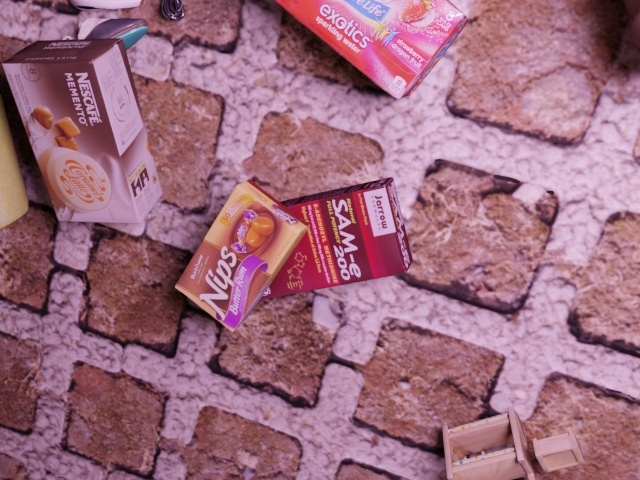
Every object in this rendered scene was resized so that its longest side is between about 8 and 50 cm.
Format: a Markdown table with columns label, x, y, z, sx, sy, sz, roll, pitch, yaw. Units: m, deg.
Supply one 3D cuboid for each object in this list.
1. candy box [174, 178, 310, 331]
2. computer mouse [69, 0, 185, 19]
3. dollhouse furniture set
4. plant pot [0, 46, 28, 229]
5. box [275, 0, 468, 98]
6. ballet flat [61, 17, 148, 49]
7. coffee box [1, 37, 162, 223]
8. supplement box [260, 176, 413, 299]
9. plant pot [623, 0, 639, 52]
| label | x | y | z | sx | sy | sz | roll | pitch | yaw |
| --- | --- | --- | --- | --- | --- | --- | --- | --- | --- |
| candy box | -0.111 | 0.022 | 0.973 | 0.109 | 0.053 | 0.187 | 37 | 111 | 5 |
| computer mouse | -0.290 | -0.365 | 1.000 | 0.192 | 0.042 | 0.106 | 0 | 106 | 15 |
| dollhouse furniture set | 0.294 | 0.327 | 1.020 | 0.181 | 0.101 | 0.161 | -21 | 123 | 19 |
| plant pot | -0.571 | -0.133 | 1.041 | 0.275 | 0.276 | 0.254 | -6 | 115 | 16 |
| box | 0.049 | -0.307 | 0.881 | 0.257 | 0.122 | 0.128 | 39 | 111 | 2 |
| ballet flat | -0.344 | -0.281 | 1.025 | 0.203 | 0.074 | 0.074 | -32 | 94 | 23 |
| coffee box | -0.331 | -0.154 | 1.000 | 0.141 | 0.098 | 0.247 | 2 | 124 | 13 |
| supplement box | 0.000 | 0.000 | 1.003 | 0.239 | 0.073 | 0.130 | -12 | 101 | 17 |
| plant pot | 0.400 | -0.369 | 0.698 | 0.323 | 0.323 | 0.280 | -38 | 76 | 21 |
